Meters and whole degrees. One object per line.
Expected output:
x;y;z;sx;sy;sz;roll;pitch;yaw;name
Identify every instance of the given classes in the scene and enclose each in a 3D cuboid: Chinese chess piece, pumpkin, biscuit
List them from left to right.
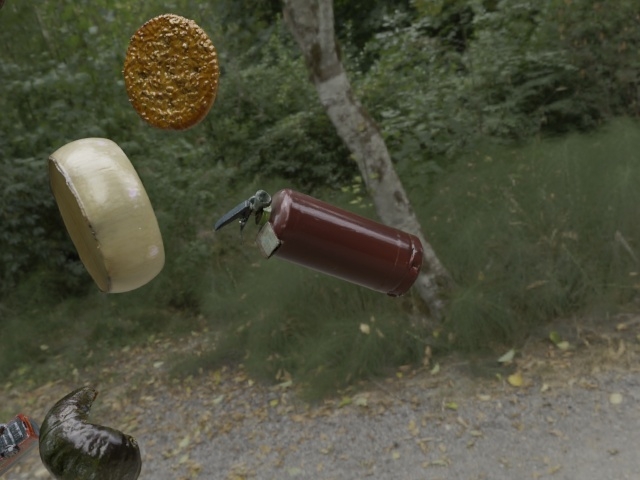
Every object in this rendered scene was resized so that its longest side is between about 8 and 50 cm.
-0.377;0.325;0.982;0.183;0.119;0.108;37;18;20;pumpkin
-0.352;-0.039;1.019;0.104;0.257;0.257;-25;21;-26;Chinese chess piece
-0.327;-0.359;1.350;0.254;0.254;0.035;-4;10;24;biscuit

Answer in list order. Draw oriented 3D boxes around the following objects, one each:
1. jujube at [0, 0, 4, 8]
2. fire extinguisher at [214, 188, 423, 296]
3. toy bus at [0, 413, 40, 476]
-0.795;-0.620;1.363;0.197;0.290;0.197;7;46;-7;jujube
0.000;0.000;0.841;0.269;0.104;0.105;19;7;-22;fire extinguisher
-0.625;0.416;1.198;0.192;0.077;0.065;-39;65;-3;toy bus
